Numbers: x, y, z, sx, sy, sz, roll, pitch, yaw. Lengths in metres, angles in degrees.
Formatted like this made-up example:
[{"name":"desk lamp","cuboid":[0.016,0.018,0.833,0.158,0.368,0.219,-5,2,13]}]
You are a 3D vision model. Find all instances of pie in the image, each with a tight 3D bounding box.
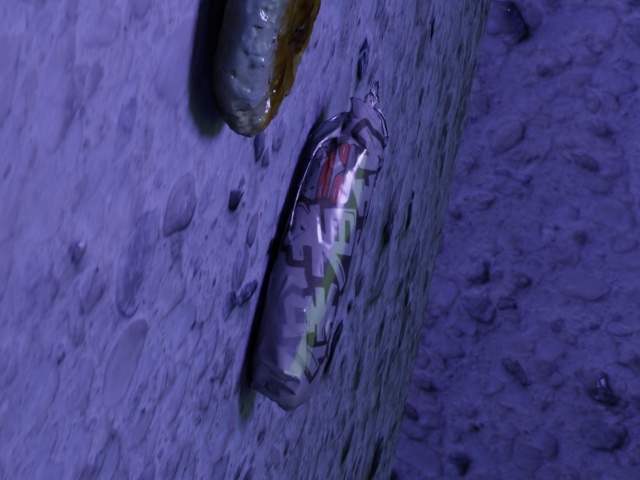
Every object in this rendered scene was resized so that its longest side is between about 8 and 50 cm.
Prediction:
[{"name":"pie","cuboid":[-0.040,-0.247,1.796,0.306,0.071,0.306,20,90,-83]}]

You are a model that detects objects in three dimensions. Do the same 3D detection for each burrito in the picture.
[{"name":"burrito","cuboid":[0.000,0.000,2.279,0.139,0.101,0.445,24,83,-74]}]
